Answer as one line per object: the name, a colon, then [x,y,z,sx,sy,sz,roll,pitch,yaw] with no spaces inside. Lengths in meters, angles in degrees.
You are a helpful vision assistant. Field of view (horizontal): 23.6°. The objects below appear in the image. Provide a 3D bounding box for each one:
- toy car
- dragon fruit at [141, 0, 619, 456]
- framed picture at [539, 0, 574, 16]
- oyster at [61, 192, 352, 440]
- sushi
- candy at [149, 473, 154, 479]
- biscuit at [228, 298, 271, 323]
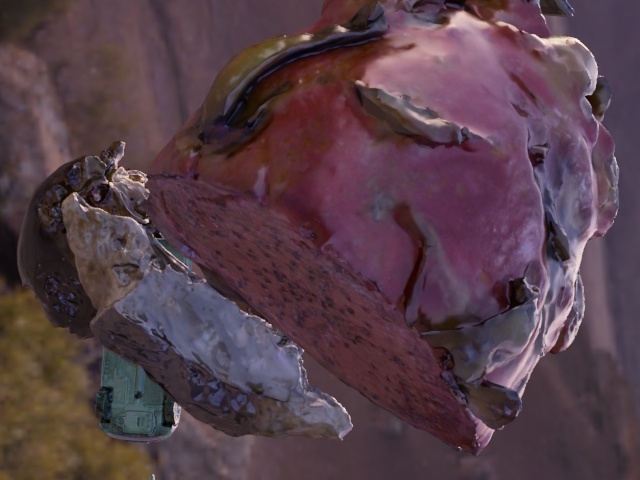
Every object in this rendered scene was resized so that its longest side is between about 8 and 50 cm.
toy car: [-0.189,0.110,1.683,0.076,0.090,0.224,58,35,-78]
dragon fruit: [0.060,-0.057,0.985,0.263,0.314,0.296,-50,168,-13]
framed picture: [0.096,-0.258,1.347,0.173,0.231,0.010,44,70,-41]
oyster: [-0.128,0.095,1.474,0.341,0.166,0.110,45,64,-22]
sushi: [-0.298,-0.004,2.091,0.213,0.204,0.200,42,39,-5]
candy: [-0.238,0.392,2.135,0.201,0.060,0.060,-96,172,-57]
biscuit: [-0.001,0.001,1.792,0.075,0.296,0.296,-81,160,-62]
